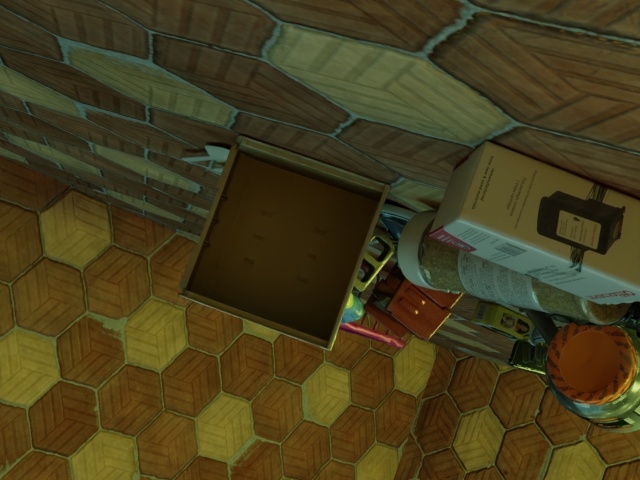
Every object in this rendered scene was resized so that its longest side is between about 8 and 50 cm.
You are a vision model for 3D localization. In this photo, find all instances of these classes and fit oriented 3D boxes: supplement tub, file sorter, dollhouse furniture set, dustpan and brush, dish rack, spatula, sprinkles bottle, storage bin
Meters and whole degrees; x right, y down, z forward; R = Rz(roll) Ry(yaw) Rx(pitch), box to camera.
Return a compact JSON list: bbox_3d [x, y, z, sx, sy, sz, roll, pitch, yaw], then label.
[{"bbox_3d":[0.575,0.268,2.021,0.207,0.207,0.338,16,171,31],"label":"supplement tub"},{"bbox_3d":[0.079,0.129,2.446,0.202,0.182,0.291,22,174,-25],"label":"file sorter"},{"bbox_3d":[0.092,0.032,1.991,0.374,0.152,0.201,39,171,-8],"label":"dollhouse furniture set"},{"bbox_3d":[0.486,0.194,2.219,0.147,0.060,0.211,55,-153,-2],"label":"dustpan and brush"},{"bbox_3d":[0.585,0.268,2.348,0.208,0.074,0.271,15,164,-13],"label":"dish rack"},{"bbox_3d":[-0.149,-0.132,1.781,0.168,0.019,0.242,18,176,-27],"label":"spatula"},{"bbox_3d":[0.267,0.032,1.423,0.121,0.121,0.355,26,171,-37],"label":"sprinkles bottle"},{"bbox_3d":[-0.059,0.003,1.556,0.261,0.262,0.123,19,175,5],"label":"storage bin"}]

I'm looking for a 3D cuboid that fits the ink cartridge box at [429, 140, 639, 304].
[{"bbox_3d":[0.265,-0.014,1.165,0.237,0.100,0.172,21,173,-2],"label":"ink cartridge box"}]

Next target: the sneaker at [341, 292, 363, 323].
[{"bbox_3d":[-0.002,0.114,1.978,0.126,0.091,0.240,42,169,-30],"label":"sneaker"}]

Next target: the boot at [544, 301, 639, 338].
[{"bbox_3d":[0.487,0.107,1.608,0.229,0.091,0.263,12,175,22],"label":"boot"}]

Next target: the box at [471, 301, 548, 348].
[{"bbox_3d":[0.489,0.218,2.483,0.232,0.058,0.087,23,172,-28],"label":"box"}]

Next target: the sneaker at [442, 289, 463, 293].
[{"bbox_3d":[0.281,0.070,1.843,0.229,0.086,0.132,16,174,23],"label":"sneaker"}]

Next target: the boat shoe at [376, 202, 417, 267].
[{"bbox_3d":[0.143,0.000,1.680,0.065,0.083,0.183,14,170,42],"label":"boat shoe"}]
